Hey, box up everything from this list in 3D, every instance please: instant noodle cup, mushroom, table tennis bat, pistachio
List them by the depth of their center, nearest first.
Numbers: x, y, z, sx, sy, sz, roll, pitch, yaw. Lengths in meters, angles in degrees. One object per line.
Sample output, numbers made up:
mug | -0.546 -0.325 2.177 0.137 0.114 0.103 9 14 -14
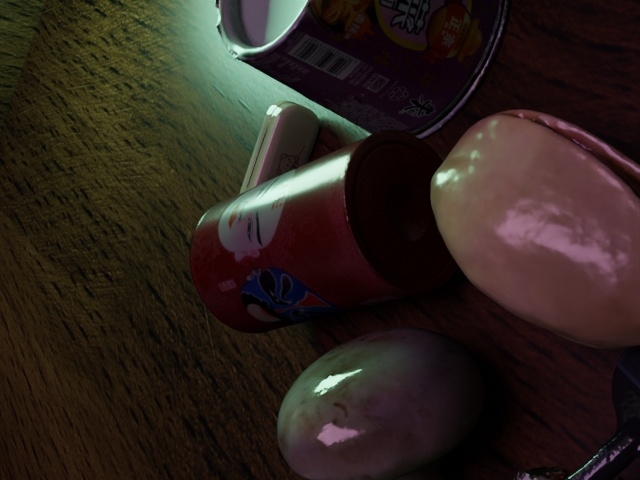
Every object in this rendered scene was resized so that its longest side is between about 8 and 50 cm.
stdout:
table tennis bat | 0.314 0.159 0.856 0.236 0.027 0.150 -45 42 8
pistachio | 0.246 -0.013 0.910 0.318 0.194 0.213 30 138 46
mushroom | 0.081 0.223 1.066 0.244 0.244 0.243 -21 63 48
instant noodle cup | 0.035 -0.320 1.222 0.340 0.266 0.339 -22 61 48

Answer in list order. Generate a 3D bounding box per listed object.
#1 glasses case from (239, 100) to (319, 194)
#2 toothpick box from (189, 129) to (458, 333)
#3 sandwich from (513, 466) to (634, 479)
glasses case | -0.065 -0.117 1.437 0.050 0.083 0.196 28 103 51
toothpick box | 0.000 0.000 1.216 0.333 0.204 0.204 -20 63 48
sandwich | 0.262 0.316 0.876 0.159 0.079 0.235 -32 55 43
